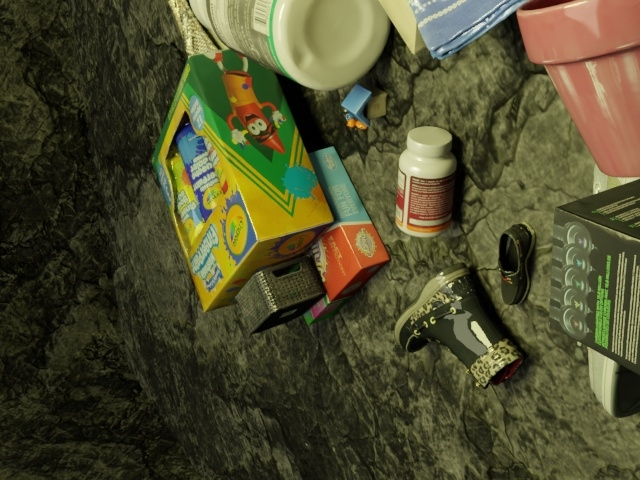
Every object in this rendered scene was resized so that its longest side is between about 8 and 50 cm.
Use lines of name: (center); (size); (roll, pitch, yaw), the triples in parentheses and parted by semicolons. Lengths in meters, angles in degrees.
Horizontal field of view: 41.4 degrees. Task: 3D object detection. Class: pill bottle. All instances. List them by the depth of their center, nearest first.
pill bottle: (0.158, -0.087, 1.260); (0.086, 0.086, 0.152); (42, 141, 45)
pill bottle: (-0.066, -0.383, 1.374); (0.361, 0.204, 0.204); (37, 138, 50)

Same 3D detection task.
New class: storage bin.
storage bin: (-0.081, 0.110, 1.659); (0.084, 0.122, 0.180); (67, 154, 12)

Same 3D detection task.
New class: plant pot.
plant pot: (0.308, -0.167, 0.806); (0.201, 0.201, 0.180); (8, 123, 61)

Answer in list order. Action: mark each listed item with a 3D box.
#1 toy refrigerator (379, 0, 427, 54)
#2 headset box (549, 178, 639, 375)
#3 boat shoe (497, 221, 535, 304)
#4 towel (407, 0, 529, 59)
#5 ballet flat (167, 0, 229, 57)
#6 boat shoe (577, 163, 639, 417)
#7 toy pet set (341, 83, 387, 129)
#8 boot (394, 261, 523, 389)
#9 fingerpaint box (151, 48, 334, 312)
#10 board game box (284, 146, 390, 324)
toy refrigerator: (0.104, -0.397, 1.145); (0.269, 0.094, 0.102); (62, 174, 20)
headset box: (0.373, 0.032, 0.733); (0.283, 0.246, 0.131); (31, 132, 52)
boat shoe: (0.266, 0.037, 1.181); (0.049, 0.042, 0.133); (40, 141, 44)
towel: (0.161, -0.410, 0.985); (0.243, 0.040, 0.336); (-30, 77, 34)
ballet flat: (-0.247, -0.525, 1.733); (0.182, 0.164, 0.482); (-28, 86, 42)
boat shoe: (0.348, 0.044, 0.951); (0.103, 0.118, 0.320); (-147, 49, -60)
toy pet set: (0.053, -0.228, 1.397); (0.114, 0.065, 0.122); (43, 142, 45)
boot: (0.209, 0.163, 1.322); (0.178, 0.085, 0.236); (57, 150, 23)
fingerpaint box: (-0.178, -0.103, 1.672); (0.371, 0.163, 0.445); (69, 154, 12)
board game box: (0.000, 0.000, 1.646); (0.242, 0.064, 0.316); (64, 153, 15)
